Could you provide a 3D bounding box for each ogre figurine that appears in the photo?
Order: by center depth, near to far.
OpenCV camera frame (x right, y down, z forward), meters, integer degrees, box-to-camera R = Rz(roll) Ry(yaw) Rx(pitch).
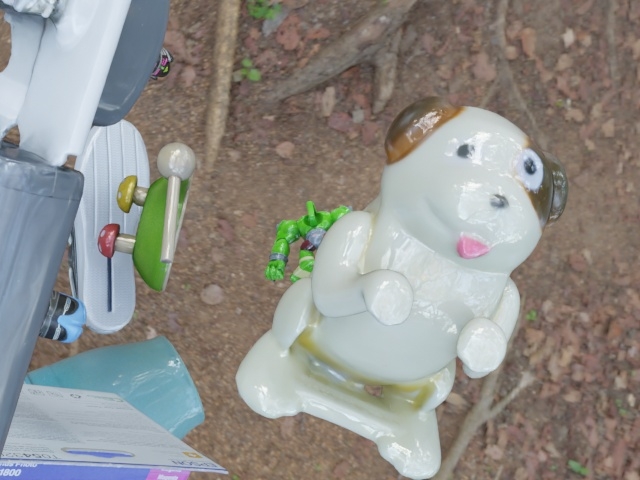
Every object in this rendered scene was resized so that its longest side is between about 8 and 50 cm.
[{"bbox_3d":[0.000,0.000,1.418,0.197,0.118,0.097,-26,139,18],"label":"ogre figurine"}]

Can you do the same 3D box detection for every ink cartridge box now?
[{"bbox_3d":[-0.338,0.255,1.041,0.324,0.330,0.072,17,89,-40],"label":"ink cartridge box"}]

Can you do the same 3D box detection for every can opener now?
[{"bbox_3d":[-0.126,-0.018,0.360,0.093,0.074,0.281,16,96,-57],"label":"can opener"}]

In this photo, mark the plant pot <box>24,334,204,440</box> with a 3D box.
[{"bbox_3d":[-0.360,0.303,1.481,0.255,0.271,0.272,-26,106,-22],"label":"plant pot"}]

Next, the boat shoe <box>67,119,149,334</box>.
[{"bbox_3d":[-0.353,-0.023,1.299,0.121,0.119,0.335,9,83,-38],"label":"boat shoe"}]

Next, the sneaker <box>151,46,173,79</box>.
[{"bbox_3d":[-0.295,-0.320,1.465,0.074,0.170,0.063,38,96,-28],"label":"sneaker"}]

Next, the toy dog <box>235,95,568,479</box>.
[{"bbox_3d":[0.135,0.031,1.030,0.284,0.395,0.408,30,122,0],"label":"toy dog"}]

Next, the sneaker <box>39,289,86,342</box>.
[{"bbox_3d":[-0.345,0.070,0.929,0.078,0.188,0.067,31,72,-52],"label":"sneaker"}]

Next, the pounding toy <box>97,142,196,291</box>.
[{"bbox_3d":[-0.249,-0.033,1.158,0.110,0.237,0.183,13,72,-10],"label":"pounding toy"}]
